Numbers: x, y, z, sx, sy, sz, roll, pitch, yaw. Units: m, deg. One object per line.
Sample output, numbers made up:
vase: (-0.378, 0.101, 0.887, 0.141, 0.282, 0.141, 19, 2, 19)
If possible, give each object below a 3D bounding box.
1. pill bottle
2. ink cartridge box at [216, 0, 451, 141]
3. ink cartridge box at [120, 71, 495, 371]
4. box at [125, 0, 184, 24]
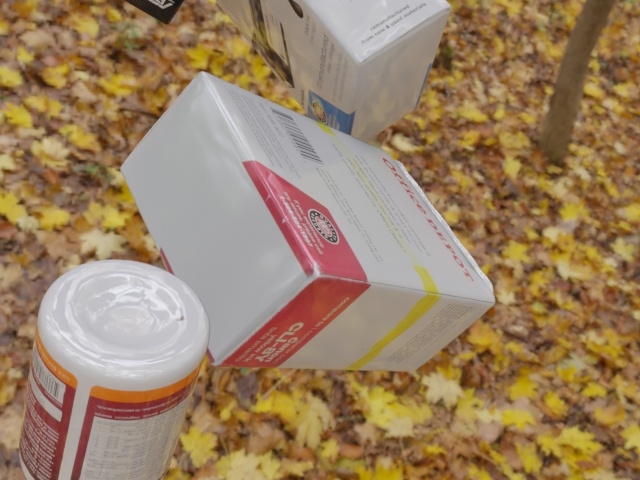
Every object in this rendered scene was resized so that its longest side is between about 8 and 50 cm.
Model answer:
pill bottle: (-0.166, 0.132, 0.641, 0.121, 0.221, 0.121, 14, 36, -11)
ink cartridge box: (-0.013, -0.366, 1.243, 0.166, 0.285, 0.395, -34, 75, -14)
ink cartridge box: (0.000, 0.000, 0.972, 0.384, 0.160, 0.279, 13, 39, -52)
box: (-0.289, -0.436, 1.158, 0.216, 0.060, 0.270, 25, 33, -28)
